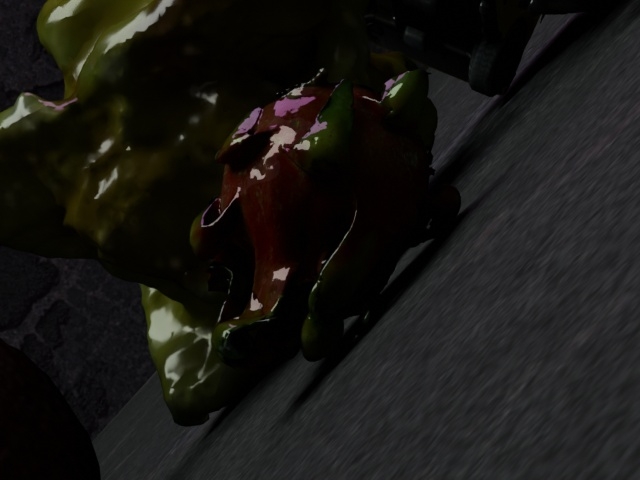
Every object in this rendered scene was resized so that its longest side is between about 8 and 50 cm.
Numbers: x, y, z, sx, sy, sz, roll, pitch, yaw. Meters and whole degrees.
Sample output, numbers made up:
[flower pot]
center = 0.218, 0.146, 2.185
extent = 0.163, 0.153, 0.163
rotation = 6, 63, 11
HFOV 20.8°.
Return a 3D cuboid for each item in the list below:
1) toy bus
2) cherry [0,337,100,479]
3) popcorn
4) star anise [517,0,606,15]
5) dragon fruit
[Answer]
[toy bus]
center = 0.085, -0.237, 1.206
extent = 0.152, 0.144, 0.330
rotation = -59, -19, -16
[cherry]
center = -0.257, 0.171, 1.101
extent = 0.203, 0.230, 0.300
rotation = -18, 36, 33
[popcorn]
center = -0.078, -0.045, 1.203
extent = 0.321, 0.326, 0.290
rotation = -1, 16, 20
[star anise]
center = 0.210, -0.237, 1.158
extent = 0.231, 0.089, 0.209
rotation = -52, 11, 44
[dragon fruit]
center = 0.000, 0.000, 0.936
extent = 0.142, 0.138, 0.175
rotation = 96, -172, -56
